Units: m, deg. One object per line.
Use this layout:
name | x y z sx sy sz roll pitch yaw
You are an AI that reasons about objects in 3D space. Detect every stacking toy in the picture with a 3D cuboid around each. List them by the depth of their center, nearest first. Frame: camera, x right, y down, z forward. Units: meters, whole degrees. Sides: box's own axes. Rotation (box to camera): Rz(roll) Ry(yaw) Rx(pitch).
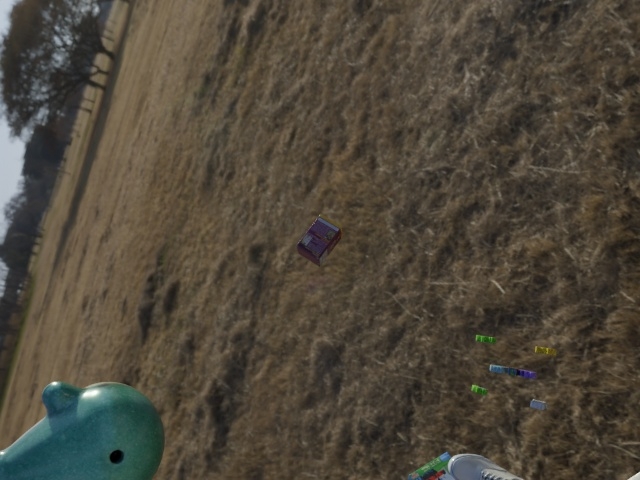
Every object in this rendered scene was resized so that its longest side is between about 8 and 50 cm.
stacking toy | 0.545 0.371 1.536 0.221 0.052 0.167 6 84 34

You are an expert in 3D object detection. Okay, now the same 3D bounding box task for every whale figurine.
whale figurine | -0.354 0.309 0.760 0.141 0.271 0.217 -10 89 55

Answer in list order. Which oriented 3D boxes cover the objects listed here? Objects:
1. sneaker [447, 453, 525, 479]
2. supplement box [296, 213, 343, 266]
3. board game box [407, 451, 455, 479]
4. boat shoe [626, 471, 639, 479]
sneaker | 0.484 0.663 1.493 0.091 0.257 0.094 107 -178 -77
supplement box | 0.000 0.000 1.056 0.083 0.054 0.043 -52 -19 -18
board game box | 0.402 0.797 1.697 0.211 0.160 0.039 50 151 39
boat shoe | 0.778 0.645 1.328 0.227 0.079 0.081 -43 32 10
